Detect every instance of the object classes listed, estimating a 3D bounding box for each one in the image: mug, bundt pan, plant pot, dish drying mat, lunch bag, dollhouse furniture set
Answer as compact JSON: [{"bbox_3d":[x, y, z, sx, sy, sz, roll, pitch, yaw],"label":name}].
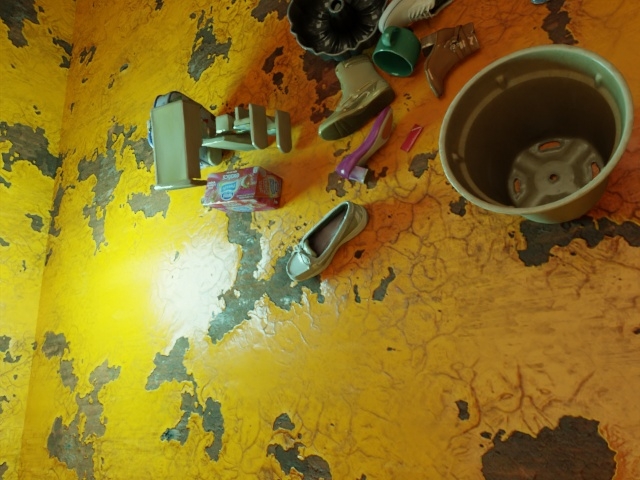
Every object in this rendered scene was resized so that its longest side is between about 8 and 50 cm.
[{"bbox_3d":[0.232,-0.563,1.346,0.130,0.158,0.097,24,84,-6],"label":"mug"},{"bbox_3d":[0.068,-0.727,1.484,0.331,0.124,0.330,-2,85,19],"label":"bundt pan"},{"bbox_3d":[0.466,-0.175,0.973,0.334,0.306,0.333,-11,71,33],"label":"plant pot"},{"bbox_3d":[0.265,-0.298,1.340,0.032,0.008,0.083,38,101,36],"label":"dish drying mat"},{"bbox_3d":[-0.511,-0.406,1.747,0.115,0.303,0.242,-3,76,32],"label":"lunch bag"},{"bbox_3d":[-0.349,-0.300,1.558,0.362,0.394,0.256,-2,93,34],"label":"dollhouse furniture set"}]

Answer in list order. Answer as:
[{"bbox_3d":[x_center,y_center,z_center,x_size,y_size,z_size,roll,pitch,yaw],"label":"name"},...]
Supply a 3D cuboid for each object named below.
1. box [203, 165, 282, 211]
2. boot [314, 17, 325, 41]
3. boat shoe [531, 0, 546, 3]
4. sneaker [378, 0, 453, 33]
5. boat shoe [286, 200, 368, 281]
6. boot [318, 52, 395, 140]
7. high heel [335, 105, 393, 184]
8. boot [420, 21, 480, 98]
[{"bbox_3d":[-0.275,-0.172,1.621,0.257,0.128,0.122,-2,77,35],"label":"box"},{"bbox_3d":[-0.011,-0.821,1.634,0.236,0.089,0.269,32,98,38],"label":"boot"},{"bbox_3d":[0.607,-0.685,1.159,0.183,0.066,0.066,-40,57,21],"label":"boat shoe"},{"bbox_3d":[0.292,-0.687,1.349,0.258,0.094,0.091,-35,58,8],"label":"sneaker"},{"bbox_3d":[0.002,0.001,1.388,0.320,0.103,0.118,-41,57,20],"label":"boat shoe"},{"bbox_3d":[0.081,-0.454,1.456,0.262,0.095,0.203,-34,61,18],"label":"boot"},{"bbox_3d":[0.132,-0.297,1.392,0.117,0.082,0.243,28,107,28],"label":"high heel"},{"bbox_3d":[0.368,-0.508,1.286,0.153,0.073,0.197,-11,82,22],"label":"boot"}]
